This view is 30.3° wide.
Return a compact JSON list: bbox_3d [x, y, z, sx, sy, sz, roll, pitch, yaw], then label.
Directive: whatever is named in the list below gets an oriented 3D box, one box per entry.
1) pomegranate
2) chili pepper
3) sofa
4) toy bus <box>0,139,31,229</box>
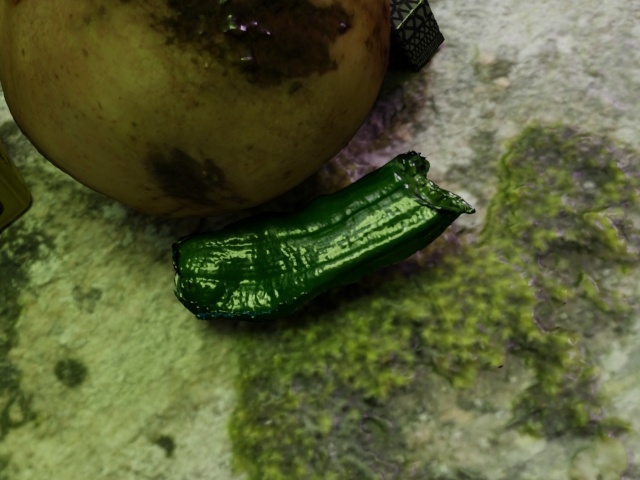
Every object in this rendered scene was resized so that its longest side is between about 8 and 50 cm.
[{"bbox_3d":[-0.099,-0.167,0.874,0.322,0.322,0.322,-11,52,14],"label":"pomegranate"},{"bbox_3d":[0.001,0.001,0.854,0.224,0.061,0.098,-18,46,7],"label":"chili pepper"},{"bbox_3d":[0.043,-0.190,0.977,0.118,0.060,0.039,36,81,36],"label":"sofa"},{"bbox_3d":[-0.364,-0.121,0.916,0.145,0.331,0.151,-39,54,-8],"label":"toy bus"}]
